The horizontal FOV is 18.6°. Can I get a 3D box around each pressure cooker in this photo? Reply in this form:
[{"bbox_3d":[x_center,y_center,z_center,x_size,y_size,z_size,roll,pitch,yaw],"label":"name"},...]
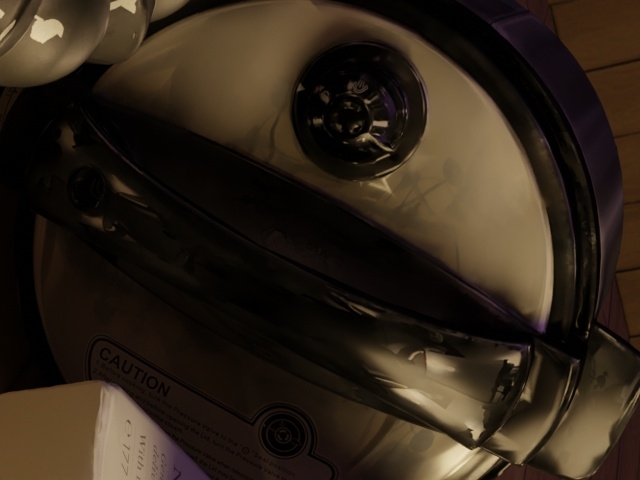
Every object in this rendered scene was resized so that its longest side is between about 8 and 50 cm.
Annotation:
[{"bbox_3d":[0.001,-0.006,1.256,0.420,0.370,0.375,-36,111,-76],"label":"pressure cooker"}]

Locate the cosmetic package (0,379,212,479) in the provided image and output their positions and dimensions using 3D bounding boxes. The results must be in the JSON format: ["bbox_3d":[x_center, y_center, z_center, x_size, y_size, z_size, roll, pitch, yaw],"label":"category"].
[{"bbox_3d":[-0.111,0.253,1.079,0.385,0.156,0.217,52,34,-57],"label":"cosmetic package"}]

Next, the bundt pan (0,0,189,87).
[{"bbox_3d":[-0.153,-0.225,1.010,0.331,0.124,0.331,-21,120,-42],"label":"bundt pan"}]
